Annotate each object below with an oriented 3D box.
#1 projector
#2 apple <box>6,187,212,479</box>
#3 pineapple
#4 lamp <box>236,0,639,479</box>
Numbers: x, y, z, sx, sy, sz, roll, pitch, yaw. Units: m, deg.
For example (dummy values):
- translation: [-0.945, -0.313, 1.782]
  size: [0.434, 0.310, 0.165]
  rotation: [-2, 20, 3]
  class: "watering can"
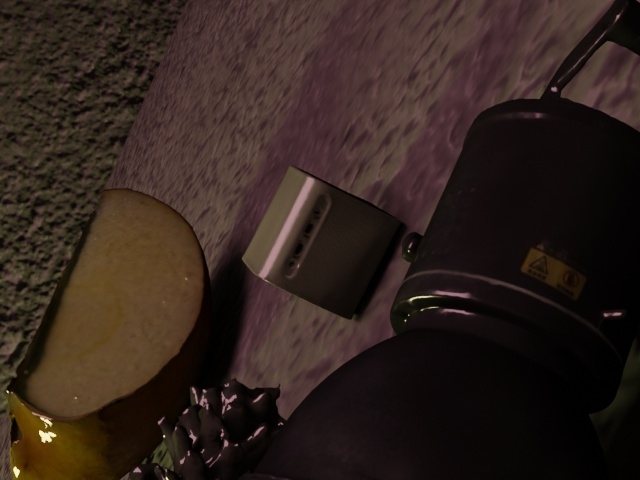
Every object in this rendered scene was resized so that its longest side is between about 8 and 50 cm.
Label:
- translation: [0.000, 0.000, 0.783]
  size: [0.082, 0.083, 0.083]
  rotation: [-63, 16, 4]
  class: "projector"
- translation: [-0.208, 0.107, 1.097]
  size: [0.254, 0.179, 0.346]
  rotation: [-37, 28, 33]
  class: "apple"
- translation: [-0.101, 0.213, 0.674]
  size: [0.158, 0.158, 0.278]
  rotation: [-39, 27, 55]
  class: "pineapple"
- translation: [0.076, 0.035, 0.449]
  size: [0.227, 0.147, 0.172]
  rotation: [-63, 10, -25]
  class: "lamp"
